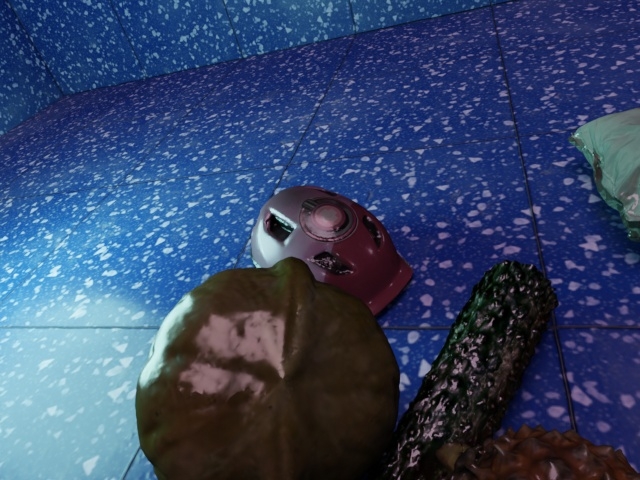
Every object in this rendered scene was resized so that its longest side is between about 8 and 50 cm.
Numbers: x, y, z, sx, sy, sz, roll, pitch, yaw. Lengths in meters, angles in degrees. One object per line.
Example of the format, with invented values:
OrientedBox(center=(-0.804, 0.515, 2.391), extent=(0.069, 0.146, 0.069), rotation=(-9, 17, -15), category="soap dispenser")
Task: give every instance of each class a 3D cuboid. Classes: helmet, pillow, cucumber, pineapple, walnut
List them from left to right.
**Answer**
OrientedBox(center=(-0.050, 0.147, 0.454), extent=(0.227, 0.283, 0.283), rotation=(7, 36, -7), category="walnut")
OrientedBox(center=(0.000, 0.000, 0.720), extent=(0.253, 0.154, 0.198), rotation=(16, 46, 45), category="helmet")
OrientedBox(center=(0.139, 0.163, 0.485), extent=(0.096, 0.096, 0.359), rotation=(15, 46, 38), category="cucumber")
OrientedBox(center=(0.166, 0.216, 0.343), extent=(0.166, 0.166, 0.193), rotation=(-38, 51, -26), category="pineapple")
OrientedBox(center=(0.540, -0.124, 0.655), extent=(0.309, 0.138, 0.283), rotation=(-11, 35, 14), category="pillow")
